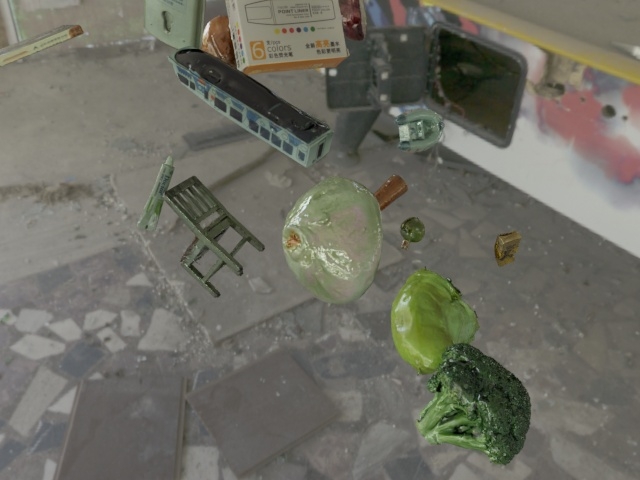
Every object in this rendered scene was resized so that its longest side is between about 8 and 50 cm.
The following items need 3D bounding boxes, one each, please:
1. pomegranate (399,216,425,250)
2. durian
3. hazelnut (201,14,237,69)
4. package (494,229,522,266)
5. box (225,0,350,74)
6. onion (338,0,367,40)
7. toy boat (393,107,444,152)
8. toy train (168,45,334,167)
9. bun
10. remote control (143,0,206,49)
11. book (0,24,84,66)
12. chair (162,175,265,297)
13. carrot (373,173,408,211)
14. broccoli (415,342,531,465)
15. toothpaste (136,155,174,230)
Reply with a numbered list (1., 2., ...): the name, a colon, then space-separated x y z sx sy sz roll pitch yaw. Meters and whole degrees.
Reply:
1. pomegranate: 0.239 -0.021 1.470 0.073 0.085 0.073 26 35 -20
2. durian: 0.327 0.237 1.638 0.255 0.205 0.339 24 48 28
3. hazelnut: -0.232 -0.499 1.435 0.150 0.150 0.150 4 38 -3
4. package: 0.623 0.024 1.849 0.070 0.131 0.047 -22 52 -9
5. box: -0.084 -0.528 1.349 0.273 0.221 0.091 -14 5 -21
6. onion: 0.080 -0.713 1.686 0.098 0.151 0.206 -7 71 16
7. toy boat: 0.314 -0.345 1.721 0.207 0.134 0.078 -16 10 -40
8. toy train: -0.081 -0.150 0.595 0.207 0.047 0.043 35 51 17
9. bun: 0.000 0.000 1.225 0.187 0.293 0.293 3 36 -26
10. remote control: -0.208 -0.383 0.791 0.098 0.234 0.038 28 53 3
11. book: -0.498 -0.239 0.778 0.322 0.018 0.228 -30 30 -17
12. chair: -0.299 -0.008 1.424 0.270 0.147 0.136 44 37 -2
13. carrot: 0.141 -0.088 1.473 0.209 0.061 0.061 -42 54 -12
14. broccoli: 0.378 0.410 1.369 0.308 0.275 0.308 44 23 -25
15. toothpaste: -0.402 -0.117 1.372 0.048 0.197 0.029 18 10 -28
